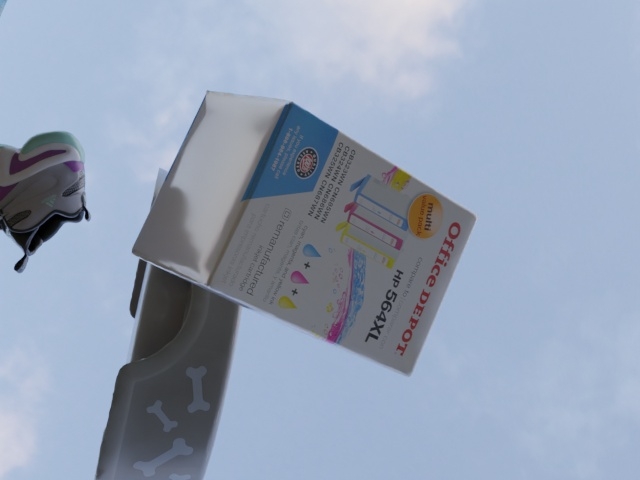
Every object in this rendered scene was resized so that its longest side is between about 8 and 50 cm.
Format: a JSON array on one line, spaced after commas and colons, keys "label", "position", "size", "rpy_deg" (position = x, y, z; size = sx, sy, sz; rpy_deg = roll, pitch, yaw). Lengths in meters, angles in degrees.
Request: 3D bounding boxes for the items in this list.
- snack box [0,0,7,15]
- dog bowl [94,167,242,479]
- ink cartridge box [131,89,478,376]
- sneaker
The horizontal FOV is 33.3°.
[{"label": "snack box", "position": [-0.377, -0.148, 0.921], "size": [0.060, 0.187, 0.322], "rpy_deg": [36, -65, 12]}, {"label": "dog bowl", "position": [-0.152, 0.106, 1.089], "size": [0.102, 0.349, 0.348], "rpy_deg": [12, -108, -10]}, {"label": "ink cartridge box", "position": [0.000, 0.000, 0.531], "size": [0.090, 0.143, 0.092], "rpy_deg": [16, -99, 57]}, {"label": "sneaker", "position": [-0.168, -0.015, 0.557], "size": [0.098, 0.038, 0.069], "rpy_deg": [-13, -102, 3]}]
